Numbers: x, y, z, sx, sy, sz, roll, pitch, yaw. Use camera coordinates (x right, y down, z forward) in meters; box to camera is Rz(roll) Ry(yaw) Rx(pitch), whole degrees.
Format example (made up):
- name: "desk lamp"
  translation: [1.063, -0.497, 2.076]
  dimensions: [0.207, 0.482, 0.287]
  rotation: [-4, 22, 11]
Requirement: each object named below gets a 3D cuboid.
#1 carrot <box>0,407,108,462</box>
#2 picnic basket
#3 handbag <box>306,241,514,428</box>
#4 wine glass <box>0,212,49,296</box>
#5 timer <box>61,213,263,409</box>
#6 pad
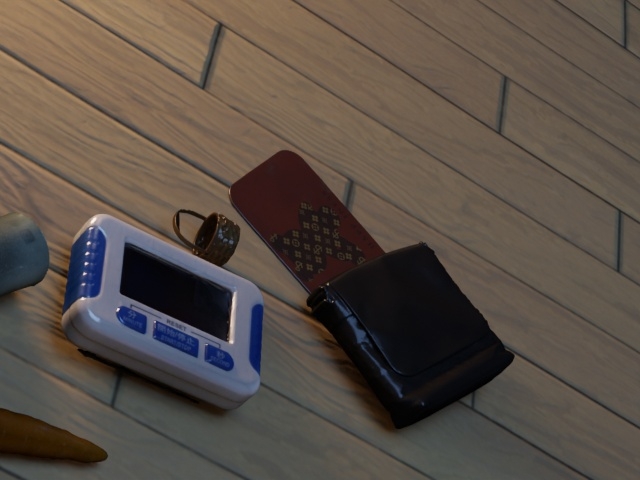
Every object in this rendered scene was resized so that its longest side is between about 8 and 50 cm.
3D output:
- name: "carrot"
  translation: [-0.367, 0.193, 1.801]
  dimensions: [0.336, 0.069, 0.069]
  rotation: [16, 49, -36]
- name: "picnic basket"
  translation: [-0.149, -0.009, 2.153]
  dimensions: [0.083, 0.072, 0.072]
  rotation: [26, 44, -22]
- name: "handbag"
  translation: [0.117, 0.124, 2.272]
  dimensions: [0.247, 0.080, 0.223]
  rotation: [-22, 69, -48]
- name: "wine glass"
  translation: [-0.405, 0.037, 1.864]
  dimensions: [0.231, 0.103, 0.103]
  rotation: [-20, 73, -51]
- name: "timer"
  translation: [-0.187, 0.090, 2.031]
  dimensions: [0.253, 0.078, 0.178]
  rotation: [27, 42, -25]
- name: "pad"
  translation: [0.000, 0.000, 2.324]
  dimensions: [0.267, 0.004, 0.181]
  rotation: [48, 39, 2]
